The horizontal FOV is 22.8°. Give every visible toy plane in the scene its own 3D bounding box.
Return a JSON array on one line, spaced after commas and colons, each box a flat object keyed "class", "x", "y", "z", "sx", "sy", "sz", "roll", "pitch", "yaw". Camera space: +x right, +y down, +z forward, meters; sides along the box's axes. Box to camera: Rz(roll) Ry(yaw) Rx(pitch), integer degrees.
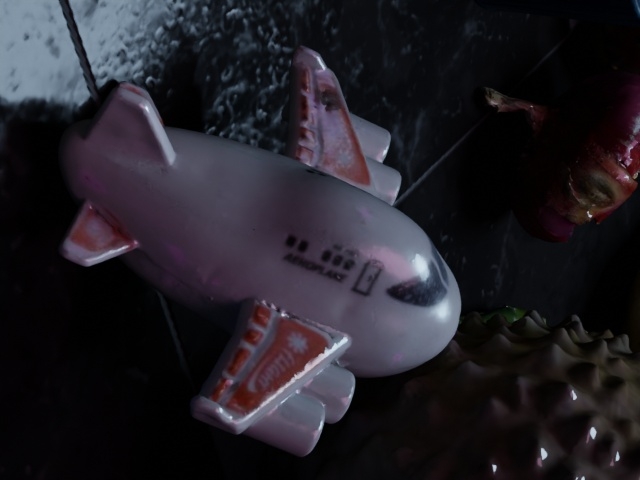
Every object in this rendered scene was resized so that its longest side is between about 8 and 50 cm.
[{"class": "toy plane", "x": -0.031, "y": -0.002, "z": 0.887, "sx": 0.252, "sy": 0.118, "sz": 0.252, "roll": 15, "pitch": 58, "yaw": -25}]

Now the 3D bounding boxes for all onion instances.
[{"class": "onion", "x": 0.183, "y": -0.083, "z": 1.222, "sx": 0.140, "sy": 0.150, "sz": 0.150, "roll": 39, "pitch": 65, "yaw": -9}]

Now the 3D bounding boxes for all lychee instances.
[{"class": "lychee", "x": 0.119, "y": 0.221, "z": 1.024, "sx": 0.432, "sy": 0.380, "sz": 0.380, "roll": -53, "pitch": 144, "yaw": -61}]

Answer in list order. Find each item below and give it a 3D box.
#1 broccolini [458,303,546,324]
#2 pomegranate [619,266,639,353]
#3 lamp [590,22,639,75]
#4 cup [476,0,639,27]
[{"class": "broccolini", "x": 0.119, "y": 0.067, "z": 1.243, "sx": 0.054, "sy": 0.051, "sz": 0.239, "roll": -38, "pitch": 161, "yaw": 26}, {"class": "pomegranate", "x": 0.402, "y": 0.115, "z": 1.451, "sx": 0.307, "sy": 0.307, "sz": 0.307, "roll": -23, "pitch": 120, "yaw": -47}, {"class": "lamp", "x": 0.354, "y": -0.158, "z": 1.270, "sx": 0.177, "sy": 0.274, "sz": 0.177, "roll": -35, "pitch": 134, "yaw": -46}, {"class": "cup", "x": 0.189, "y": -0.230, "z": 1.139, "sx": 0.113, "sy": 0.138, "sz": 0.150, "roll": -27, "pitch": 123, "yaw": -46}]
